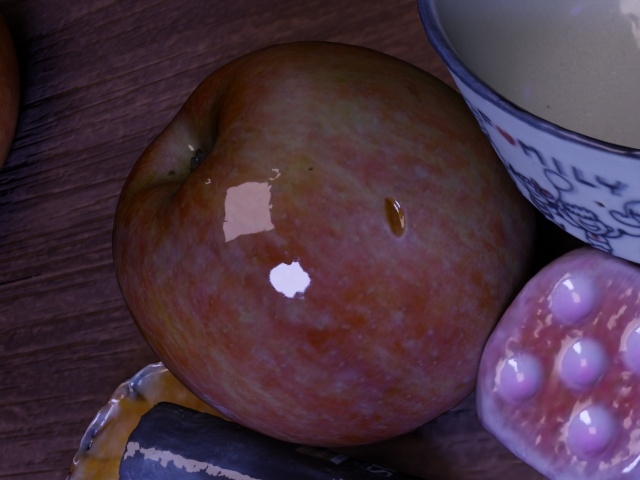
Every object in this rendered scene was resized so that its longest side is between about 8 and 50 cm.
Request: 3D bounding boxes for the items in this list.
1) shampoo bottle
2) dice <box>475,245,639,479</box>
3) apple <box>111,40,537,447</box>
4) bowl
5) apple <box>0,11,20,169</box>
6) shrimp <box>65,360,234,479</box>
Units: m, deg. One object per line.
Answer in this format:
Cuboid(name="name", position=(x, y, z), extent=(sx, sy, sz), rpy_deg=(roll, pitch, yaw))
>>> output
Cuboid(name="shampoo bottle", position=(0.004, 0.133, 0.555), extent=(0.207, 0.057, 0.063), rpy_deg=(14, 106, 21))
Cuboid(name="dice", position=(0.128, 0.064, 0.492), extent=(0.091, 0.093, 0.094), rpy_deg=(38, 95, 41))
Cuboid(name="apple", position=(0.000, 0.000, 0.550), extent=(0.188, 0.174, 0.188), rpy_deg=(-36, 35, 31))
Cuboid(name="bowl", position=(0.167, -0.079, 0.479), extent=(0.237, 0.126, 0.238), rpy_deg=(-10, 49, 11))
Cuboid(name="apple", position=(-0.381, -0.118, 0.849), extent=(0.299, 0.275, 0.299), rpy_deg=(-12, 66, 27))
Cuboid(name="shrimp", position=(-0.098, 0.210, 0.623), extent=(0.164, 0.062, 0.317), rpy_deg=(15, 77, 38))
